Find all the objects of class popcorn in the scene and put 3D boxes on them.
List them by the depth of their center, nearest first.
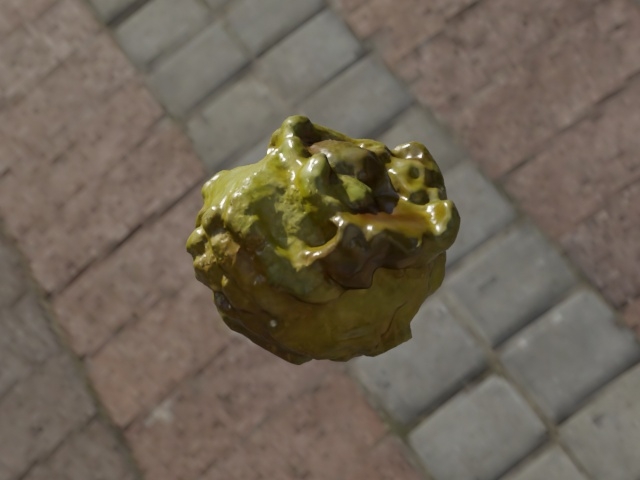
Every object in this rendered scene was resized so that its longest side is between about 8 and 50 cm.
[{"bbox_3d":[0.001,-0.005,1.436,0.197,0.156,0.198,5,43,-5],"label":"popcorn"}]
